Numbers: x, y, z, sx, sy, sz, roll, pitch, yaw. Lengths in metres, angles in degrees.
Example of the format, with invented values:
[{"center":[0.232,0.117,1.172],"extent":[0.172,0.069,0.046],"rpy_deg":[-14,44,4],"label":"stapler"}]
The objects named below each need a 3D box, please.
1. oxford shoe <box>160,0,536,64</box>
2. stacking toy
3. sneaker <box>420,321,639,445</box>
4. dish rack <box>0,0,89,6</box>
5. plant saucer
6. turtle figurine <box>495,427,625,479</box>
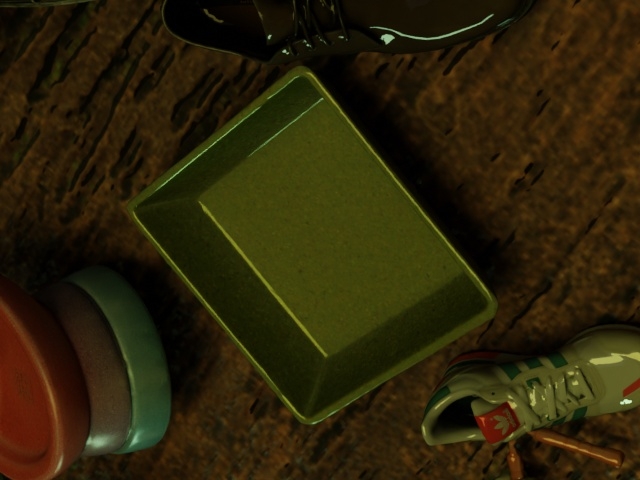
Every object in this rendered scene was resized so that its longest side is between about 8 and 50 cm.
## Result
[{"center":[0.012,-0.130,1.050],"extent":[0.227,0.096,0.083],"rpy_deg":[-3,114,30],"label":"oxford shoe"},{"center":[-0.194,0.132,1.356],"extent":[0.279,0.130,0.309],"rpy_deg":[33,132,44],"label":"stacking toy"},{"center":[0.132,0.096,1.126],"extent":[0.161,0.075,0.057],"rpy_deg":[-12,111,35],"label":"sneaker"},{"center":[-0.183,-0.271,1.100],"extent":[0.208,0.074,0.272],"rpy_deg":[0,119,32],"label":"dish rack"},{"center":[0.000,0.000,1.166],"extent":[0.188,0.045,0.188],"rpy_deg":[51,130,-5],"label":"plant saucer"},{"center":[0.172,0.264,1.169],"extent":[0.269,0.087,0.217],"rpy_deg":[45,137,17],"label":"turtle figurine"}]
